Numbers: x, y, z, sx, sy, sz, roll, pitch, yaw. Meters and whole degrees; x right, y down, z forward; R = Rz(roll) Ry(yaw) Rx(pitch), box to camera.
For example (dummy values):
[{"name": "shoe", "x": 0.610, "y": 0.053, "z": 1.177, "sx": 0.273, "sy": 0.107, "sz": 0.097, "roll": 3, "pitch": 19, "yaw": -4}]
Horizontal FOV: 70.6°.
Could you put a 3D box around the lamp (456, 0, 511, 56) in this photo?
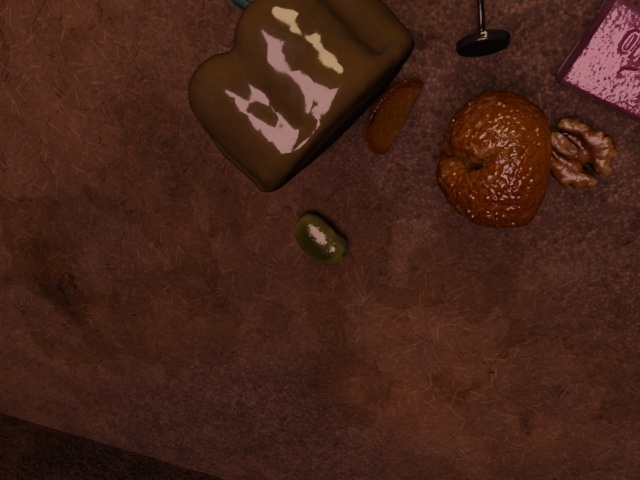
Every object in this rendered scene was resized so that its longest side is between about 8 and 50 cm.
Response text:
[{"name": "lamp", "x": 0.316, "y": -0.564, "z": 0.914, "sx": 0.130, "sy": 0.108, "sz": 0.370, "roll": -4, "pitch": 115, "yaw": 14}]

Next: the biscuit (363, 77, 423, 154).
[{"name": "biscuit", "x": 0.162, "y": -0.302, "z": 1.098, "sx": 0.025, "sy": 0.126, "sz": 0.206, "roll": 51, "pitch": 130, "yaw": 33}]

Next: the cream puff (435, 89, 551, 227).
[{"name": "cream puff", "x": 0.366, "y": -0.173, "z": 0.997, "sx": 0.212, "sy": 0.303, "sz": 0.302, "roll": 0, "pitch": 117, "yaw": 3}]

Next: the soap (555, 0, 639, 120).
[{"name": "soap", "x": 0.657, "y": -0.361, "z": 0.935, "sx": 0.260, "sy": 0.081, "sz": 0.181, "roll": 28, "pitch": 121, "yaw": 1}]

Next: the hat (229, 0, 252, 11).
[{"name": "hat", "x": -0.151, "y": -0.597, "z": 1.052, "sx": 0.191, "sy": 0.078, "sz": 0.138, "roll": 36, "pitch": 119, "yaw": -4}]

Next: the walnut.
[{"name": "walnut", "x": 0.590, "y": -0.204, "z": 1.045, "sx": 0.170, "sy": 0.069, "sz": 0.143, "roll": 42, "pitch": 122, "yaw": -6}]

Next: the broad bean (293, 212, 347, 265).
[{"name": "broad bean", "x": 0.000, "y": 0.000, "z": 1.327, "sx": 0.174, "sy": 0.082, "sz": 0.124, "roll": 41, "pitch": 121, "yaw": 5}]

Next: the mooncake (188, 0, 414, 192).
[{"name": "mooncake", "x": -0.041, "y": -0.325, "z": 0.959, "sx": 0.262, "sy": 0.467, "sz": 0.467, "roll": 48, "pitch": 120, "yaw": -3}]
